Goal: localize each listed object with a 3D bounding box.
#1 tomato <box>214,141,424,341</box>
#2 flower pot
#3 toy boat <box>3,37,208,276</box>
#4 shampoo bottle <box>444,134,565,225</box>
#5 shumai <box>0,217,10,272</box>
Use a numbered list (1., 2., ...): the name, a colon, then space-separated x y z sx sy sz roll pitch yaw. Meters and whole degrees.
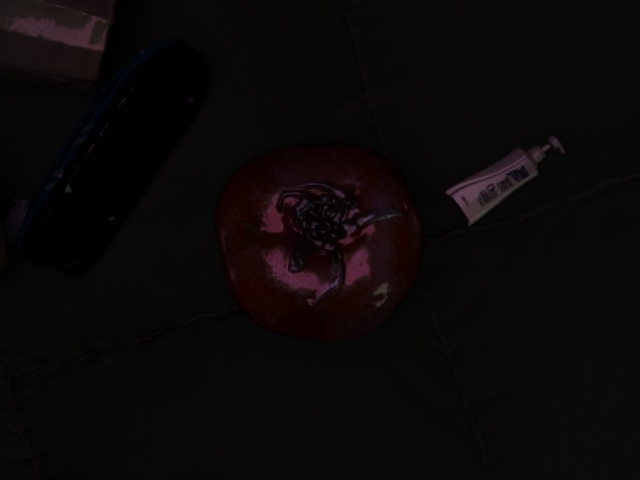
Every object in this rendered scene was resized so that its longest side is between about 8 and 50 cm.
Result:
1. tomato: 0.000 0.004 1.577 0.232 0.188 0.232 0 86 -1
2. flower pot: -0.326 -0.250 1.610 0.203 0.212 0.212 18 91 -6
3. toy boat: -0.248 -0.108 1.638 0.092 0.134 0.299 35 91 30
4. shampoo bottle: 0.211 -0.075 1.638 0.141 0.034 0.049 -35 82 2
5. shumai: -0.491 -0.101 1.605 0.304 0.309 0.263 9 63 -25
